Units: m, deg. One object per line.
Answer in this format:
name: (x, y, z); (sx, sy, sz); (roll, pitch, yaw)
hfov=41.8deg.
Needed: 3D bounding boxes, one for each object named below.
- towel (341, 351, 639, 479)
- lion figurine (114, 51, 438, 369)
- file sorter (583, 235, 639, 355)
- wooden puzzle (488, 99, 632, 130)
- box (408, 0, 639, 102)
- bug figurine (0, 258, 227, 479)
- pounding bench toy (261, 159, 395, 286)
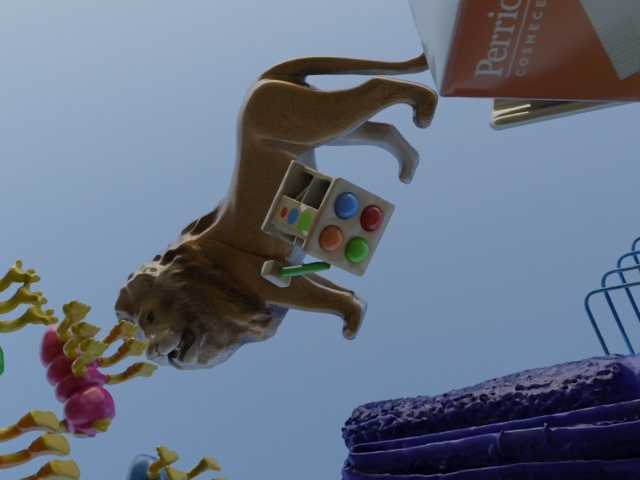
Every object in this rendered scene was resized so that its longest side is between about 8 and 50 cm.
towel: (0.160, 0.160, 0.373); (0.308, 0.076, 0.228); (-18, -96, 31)
lion figurine: (-0.044, -0.039, 0.821); (0.240, 0.142, 0.392); (20, -81, 5)
file sorter: (0.348, 0.053, 0.811); (0.104, 0.170, 0.118); (-16, -77, 48)
wooden puzzle: (0.320, -0.306, 0.897); (0.322, 0.080, 0.348); (-7, -112, 42)
box: (0.222, -0.191, 0.367); (0.345, 0.215, 0.168); (0, -136, -5)
bug figurine: (-0.159, 0.115, 0.507); (0.072, 0.279, 0.216); (-34, -120, 6)
pounding bench toy: (0.000, 0.000, 0.551); (0.065, 0.052, 0.083); (28, -87, 54)
